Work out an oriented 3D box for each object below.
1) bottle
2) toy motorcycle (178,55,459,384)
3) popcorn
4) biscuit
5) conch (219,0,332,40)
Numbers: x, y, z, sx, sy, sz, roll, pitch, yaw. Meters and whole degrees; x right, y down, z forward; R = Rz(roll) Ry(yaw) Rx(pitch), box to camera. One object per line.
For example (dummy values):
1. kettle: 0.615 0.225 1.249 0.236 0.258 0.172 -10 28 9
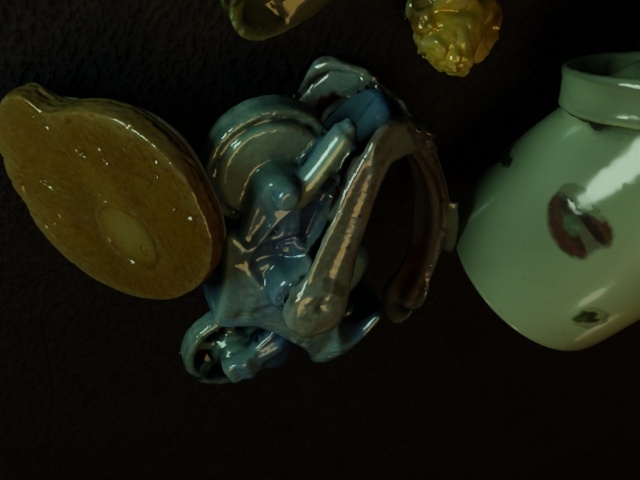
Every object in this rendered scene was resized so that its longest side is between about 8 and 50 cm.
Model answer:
1. bottle: 0.291 -0.073 0.649 0.229 0.229 0.351 9 143 -29
2. toy motorcycle: 0.005 0.015 0.661 0.241 0.182 0.319 11 128 -3
3. popcorn: 0.096 -0.176 0.591 0.084 0.084 0.084 -10 141 -8
4. biscuit: -0.159 -0.037 0.588 0.208 0.049 0.180 10 130 27
5. conch: 0.002 -0.229 0.452 0.182 0.124 0.187 -22 166 -7
